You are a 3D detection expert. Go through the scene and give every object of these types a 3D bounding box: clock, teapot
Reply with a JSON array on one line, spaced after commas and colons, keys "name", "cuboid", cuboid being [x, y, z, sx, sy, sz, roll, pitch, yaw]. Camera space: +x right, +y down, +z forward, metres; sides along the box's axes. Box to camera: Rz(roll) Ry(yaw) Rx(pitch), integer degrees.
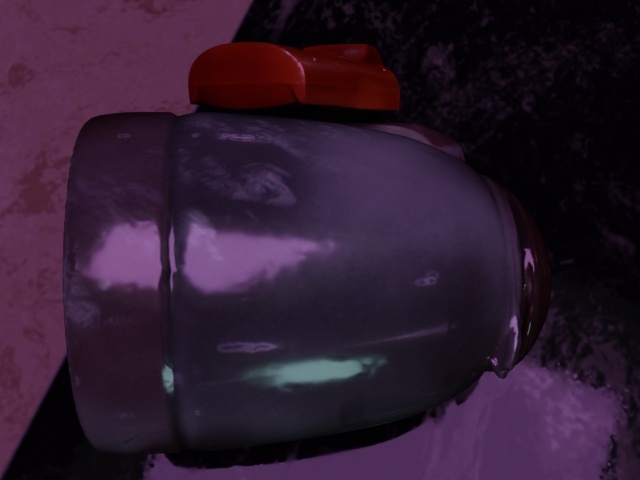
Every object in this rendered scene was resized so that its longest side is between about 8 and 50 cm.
[{"name": "clock", "cuboid": [-0.018, -0.133, 0.577, 0.113, 0.155, 0.061, 7, 103, 32]}, {"name": "teapot", "cuboid": [0.000, 0.000, 0.533, 0.312, 0.233, 0.314, -1, 42, -6]}]
